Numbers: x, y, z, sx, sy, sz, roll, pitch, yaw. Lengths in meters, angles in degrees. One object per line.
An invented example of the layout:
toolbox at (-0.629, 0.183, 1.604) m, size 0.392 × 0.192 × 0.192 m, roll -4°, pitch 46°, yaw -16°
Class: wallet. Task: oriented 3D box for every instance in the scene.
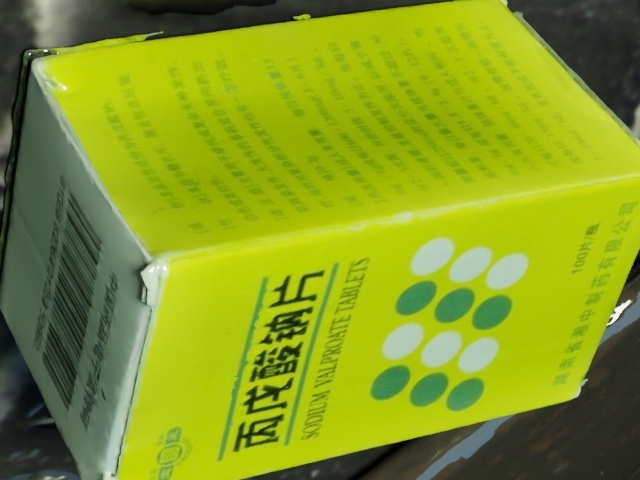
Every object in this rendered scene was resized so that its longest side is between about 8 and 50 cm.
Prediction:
wallet at (0.115, 0.133, 1.026) m, size 0.309 × 0.042 × 0.165 m, roll -39°, pitch 140°, yaw 0°

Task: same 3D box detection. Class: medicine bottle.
medicine bottle at (0.000, 0.000, 0.731) m, size 0.250 × 0.141 × 0.137 m, roll -11°, pitch 138°, yaw -29°
